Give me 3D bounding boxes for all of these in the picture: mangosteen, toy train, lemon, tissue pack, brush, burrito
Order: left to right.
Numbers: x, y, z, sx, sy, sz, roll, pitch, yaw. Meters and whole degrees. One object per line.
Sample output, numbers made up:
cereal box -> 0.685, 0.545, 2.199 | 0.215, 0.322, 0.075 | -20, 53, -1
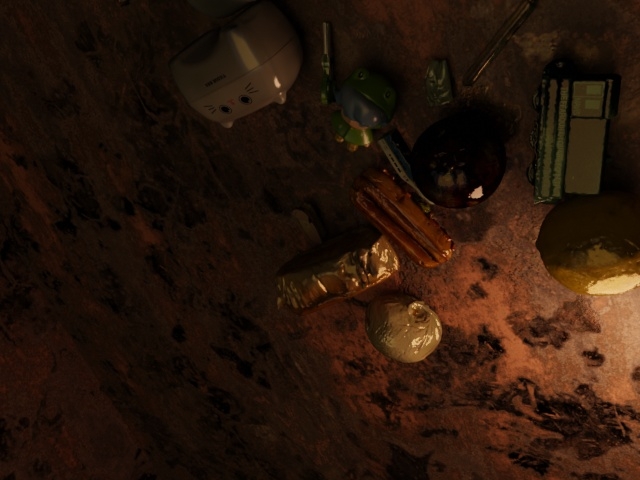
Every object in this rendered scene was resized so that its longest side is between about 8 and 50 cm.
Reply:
tissue pack -> -0.209, -0.453, 1.720 | 0.333, 0.229, 0.236 | -14, 121, 39
brush -> 0.002, -0.001, 2.062 | 0.072, 0.067, 0.313 | 11, 140, 41
toy train -> 0.240, -0.190, 1.772 | 0.051, 0.052, 0.234 | -19, 112, 42
burrito -> 0.284, -0.386, 1.605 | 0.074, 0.044, 0.118 | 6, 130, 32
mangosteen -> 0.336, -0.183, 1.638 | 0.231, 0.231, 0.289 | 31, 174, 7
toy train -> 0.557, -0.235, 1.455 | 0.178, 0.138, 0.330 | 6, 112, 23
lemon -> 0.654, 0.007, 1.536 | 0.284, 0.260, 0.260 | -3, 122, 15

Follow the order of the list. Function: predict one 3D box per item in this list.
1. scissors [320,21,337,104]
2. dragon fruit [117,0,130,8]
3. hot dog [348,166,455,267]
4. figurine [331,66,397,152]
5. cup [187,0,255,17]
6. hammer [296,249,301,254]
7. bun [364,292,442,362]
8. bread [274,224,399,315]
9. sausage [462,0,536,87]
scissors -> 0.019, -0.456, 1.692 | 0.027, 0.101, 0.204 | 3, 112, 17
dragon fruit -> -0.550, -0.706, 1.832 | 0.147, 0.102, 0.096 | 3, 127, 24
hot dog -> 0.231, -0.070, 1.823 | 0.349, 0.117, 0.158 | 42, 151, -1
figurine -> 0.104, -0.333, 1.697 | 0.162, 0.143, 0.263 | 41, 151, 6
cup -> -0.193, -0.673, 1.564 | 0.312, 0.205, 0.205 | -14, 115, 39
hammer -> -0.011, 0.097, 2.155 | 0.182, 0.017, 0.062 | 43, 158, 4
bun -> 0.252, 0.247, 1.998 | 0.244, 0.244, 0.153 | 31, 123, 7
bread -> 0.052, 0.098, 1.957 | 0.388, 0.236, 0.183 | -19, 111, 32
sausage -> 0.402, -0.447, 1.493 | 0.033, 0.033, 0.269 | 38, 134, 1
